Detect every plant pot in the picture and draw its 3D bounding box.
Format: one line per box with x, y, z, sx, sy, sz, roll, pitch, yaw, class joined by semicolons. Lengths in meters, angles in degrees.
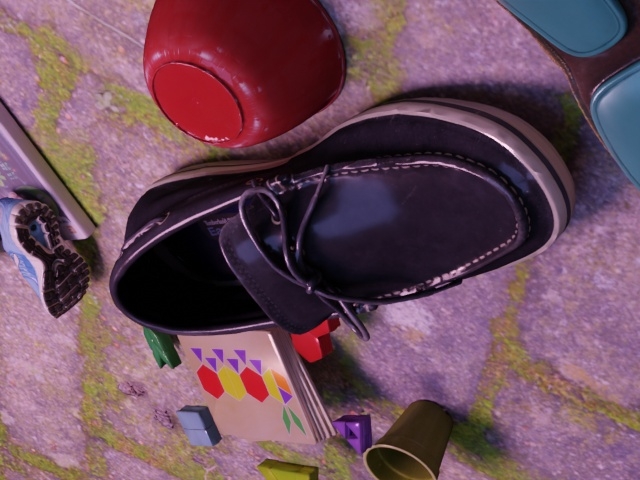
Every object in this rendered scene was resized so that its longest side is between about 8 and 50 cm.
0.098;0.208;1.570;0.083;0.079;0.083;21;143;17;plant pot

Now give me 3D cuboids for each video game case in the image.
-0.354;-0.070;1.647;0.173;0.022;0.190;-6;128;41;video game case

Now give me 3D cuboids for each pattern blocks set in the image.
-0.068;0.150;1.619;0.325;0.026;0.285;8;122;45;pattern blocks set

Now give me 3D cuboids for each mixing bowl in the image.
-0.081;-0.144;1.290;0.181;0.098;0.181;21;143;17;mixing bowl

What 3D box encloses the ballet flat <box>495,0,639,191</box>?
0.213;-0.147;1.050;0.348;0.123;0.123;44;143;-19;ballet flat

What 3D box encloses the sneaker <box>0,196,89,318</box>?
-0.303;0.013;1.651;0.073;0.063;0.162;26;144;41;sneaker

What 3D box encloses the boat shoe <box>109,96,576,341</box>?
0.000;0.000;1.347;0.500;0.156;0.187;-9;125;41;boat shoe
